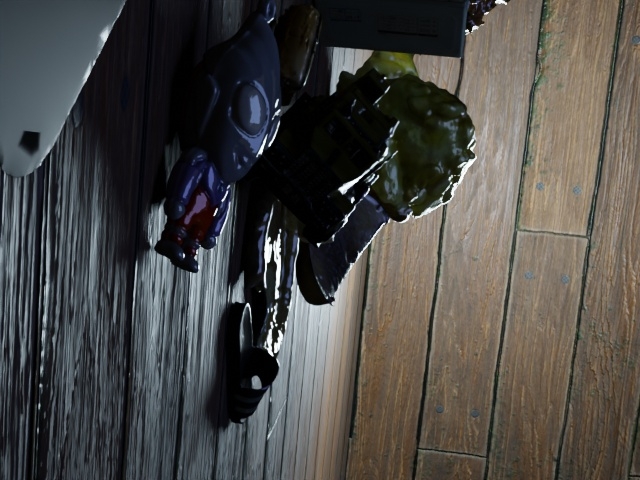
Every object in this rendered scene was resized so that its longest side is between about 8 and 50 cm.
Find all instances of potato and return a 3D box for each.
[{"bbox_3d":[-0.002,0.002,1.868,0.120,0.100,0.261,56,35,-12],"label":"potato"}]

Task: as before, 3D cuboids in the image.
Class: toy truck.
[{"bbox_3d":[0.013,-0.096,1.328,0.127,0.127,0.257,-38,-173,25],"label":"toy truck"}]

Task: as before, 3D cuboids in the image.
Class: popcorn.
[{"bbox_3d":[0.126,-0.173,2.085,0.237,0.293,0.293,-43,179,8],"label":"popcorn"}]

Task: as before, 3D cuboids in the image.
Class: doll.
[{"bbox_3d":[-0.076,-0.088,0.983,0.102,0.075,0.227,56,52,-67],"label":"doll"}]

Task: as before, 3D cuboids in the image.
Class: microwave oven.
[{"bbox_3d":[0.102,-0.348,1.757,0.162,0.208,0.122,83,15,-67],"label":"microwave oven"}]

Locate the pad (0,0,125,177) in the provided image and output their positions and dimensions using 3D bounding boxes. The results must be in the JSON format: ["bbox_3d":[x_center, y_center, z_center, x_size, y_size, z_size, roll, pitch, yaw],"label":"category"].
[{"bbox_3d":[-0.123,-0.252,0.581,0.315,0.063,0.375,87,21,-63],"label":"pad"}]

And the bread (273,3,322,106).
[{"bbox_3d":[-0.033,-0.208,1.383,0.072,0.053,0.105,137,-32,-62],"label":"bread"}]

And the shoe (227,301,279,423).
[{"bbox_3d":[-0.071,0.140,1.383,0.071,0.049,0.179,-77,171,-45],"label":"shoe"}]

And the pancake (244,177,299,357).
[{"bbox_3d":[-0.055,0.015,1.496,0.286,0.033,0.288,-63,159,-76],"label":"pancake"}]

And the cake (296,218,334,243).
[{"bbox_3d":[-0.002,-0.062,1.519,0.055,0.051,0.140,-79,174,-46],"label":"cake"}]

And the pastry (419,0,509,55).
[{"bbox_3d":[0.187,-0.518,2.052,0.405,0.293,0.337,-63,151,-47],"label":"pastry"}]
